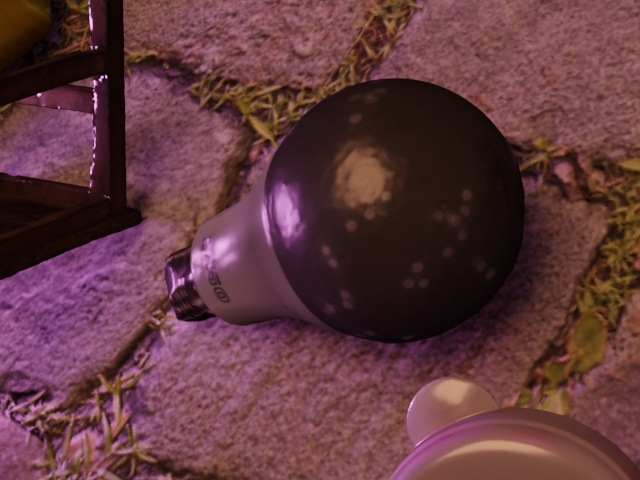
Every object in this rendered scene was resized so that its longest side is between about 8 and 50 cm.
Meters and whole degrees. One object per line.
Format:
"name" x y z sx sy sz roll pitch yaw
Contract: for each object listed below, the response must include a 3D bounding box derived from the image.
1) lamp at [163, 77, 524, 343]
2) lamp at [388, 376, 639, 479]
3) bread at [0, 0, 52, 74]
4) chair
"lamp" 0.006 0.014 1.071 0.314 0.182 0.182 -38 47 33
"lamp" 0.139 0.199 0.891 0.246 0.108 0.179 29 108 18
"bread" -0.429 -0.162 1.447 0.383 0.112 0.166 -38 51 6
"chair" -0.289 -0.001 1.239 0.203 0.416 0.240 10 24 34
